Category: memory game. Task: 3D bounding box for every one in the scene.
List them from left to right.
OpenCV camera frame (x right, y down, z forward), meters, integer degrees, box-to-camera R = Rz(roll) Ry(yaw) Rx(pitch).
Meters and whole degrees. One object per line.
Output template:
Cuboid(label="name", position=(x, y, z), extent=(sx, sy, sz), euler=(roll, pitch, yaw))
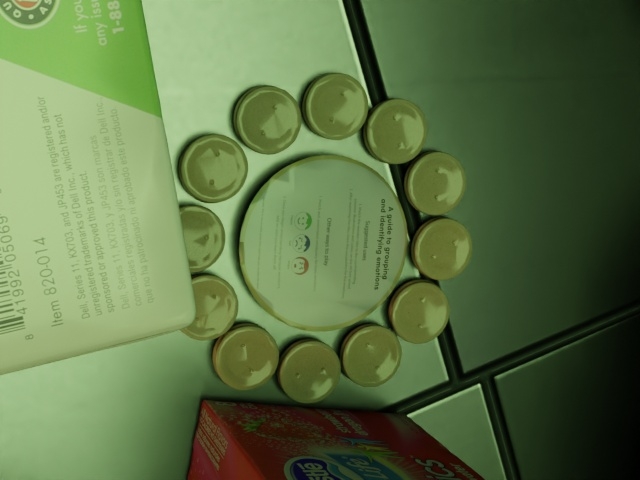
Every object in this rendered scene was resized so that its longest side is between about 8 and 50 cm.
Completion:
Cuboid(label="memory game", position=(0.000, 0.000, 0.644), extent=(0.186, 0.012, 0.186), euler=(-3, 100, -19))

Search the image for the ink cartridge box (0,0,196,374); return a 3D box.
Cuboid(label="ink cartridge box", position=(-0.249, -0.029, 0.493), extent=(0.354, 0.119, 0.207), euler=(-13, 104, -18))

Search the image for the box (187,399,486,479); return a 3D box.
Cuboid(label="box", position=(0.023, 0.172, 0.550), extent=(0.128, 0.257, 0.122), euler=(7, 98, -20))
